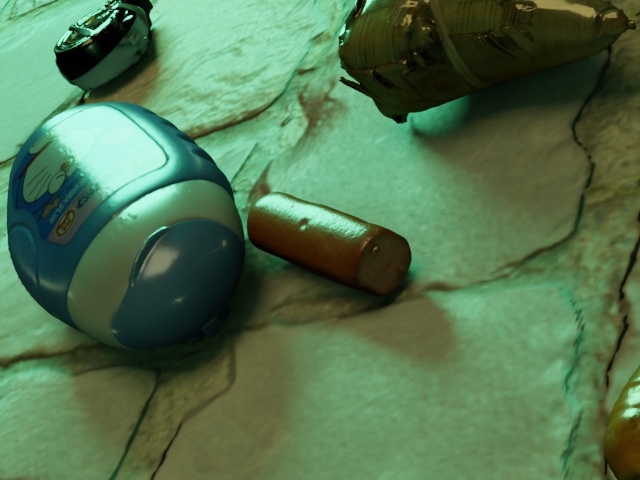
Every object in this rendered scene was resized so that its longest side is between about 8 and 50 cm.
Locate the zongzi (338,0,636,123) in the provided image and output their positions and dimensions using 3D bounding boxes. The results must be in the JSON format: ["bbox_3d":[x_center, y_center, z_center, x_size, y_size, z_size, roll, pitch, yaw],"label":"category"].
[{"bbox_3d":[0.119,-0.168,0.809,0.197,0.099,0.194,-7,50,42],"label":"zongzi"}]

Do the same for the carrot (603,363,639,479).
[{"bbox_3d":[0.192,0.017,0.559,0.061,0.061,0.257,10,53,49],"label":"carrot"}]

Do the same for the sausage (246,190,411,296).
[{"bbox_3d":[0.000,0.000,0.777,0.131,0.041,0.039,19,84,53],"label":"sausage"}]

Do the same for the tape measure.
[{"bbox_3d":[-0.189,-0.172,1.160,0.091,0.054,0.094,-29,27,17],"label":"tape measure"}]

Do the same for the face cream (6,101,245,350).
[{"bbox_3d":[-0.129,-0.008,0.874,0.149,0.083,0.264,-45,34,-4],"label":"face cream"}]
